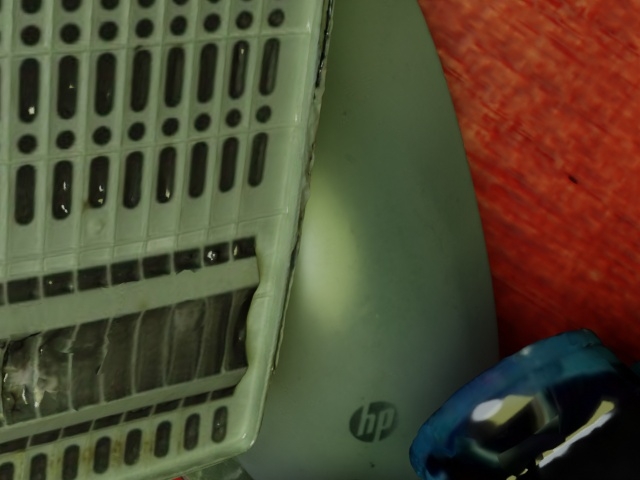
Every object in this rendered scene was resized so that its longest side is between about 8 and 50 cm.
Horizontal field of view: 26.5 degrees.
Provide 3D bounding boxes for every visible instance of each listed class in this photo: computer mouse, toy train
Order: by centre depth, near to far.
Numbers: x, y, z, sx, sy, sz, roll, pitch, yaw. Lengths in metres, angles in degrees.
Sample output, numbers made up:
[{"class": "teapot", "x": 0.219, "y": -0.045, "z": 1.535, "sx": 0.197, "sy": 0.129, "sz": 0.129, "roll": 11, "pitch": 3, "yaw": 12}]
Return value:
[{"class": "toy train", "x": 0.101, "y": 0.185, "z": 0.650, "sx": 0.300, "sy": 0.265, "sz": 0.188, "roll": -38, "pitch": 63, "yaw": 9}, {"class": "computer mouse", "x": 0.001, "y": 0.003, "z": 0.663, "sx": 0.159, "sy": 0.097, "sz": 0.288, "roll": -14, "pitch": 111, "yaw": -1}]

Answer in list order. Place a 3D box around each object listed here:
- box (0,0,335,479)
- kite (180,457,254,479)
[{"class": "box", "x": -0.121, "y": -0.036, "z": 0.526, "sx": 0.220, "sy": 0.166, "sz": 0.291, "roll": -9, "pitch": 122, "yaw": -34}, {"class": "kite", "x": -0.121, "y": 0.039, "z": 0.718, "sx": 0.323, "sy": 0.013, "sz": 0.268, "roll": 36, "pitch": 102, "yaw": -15}]
